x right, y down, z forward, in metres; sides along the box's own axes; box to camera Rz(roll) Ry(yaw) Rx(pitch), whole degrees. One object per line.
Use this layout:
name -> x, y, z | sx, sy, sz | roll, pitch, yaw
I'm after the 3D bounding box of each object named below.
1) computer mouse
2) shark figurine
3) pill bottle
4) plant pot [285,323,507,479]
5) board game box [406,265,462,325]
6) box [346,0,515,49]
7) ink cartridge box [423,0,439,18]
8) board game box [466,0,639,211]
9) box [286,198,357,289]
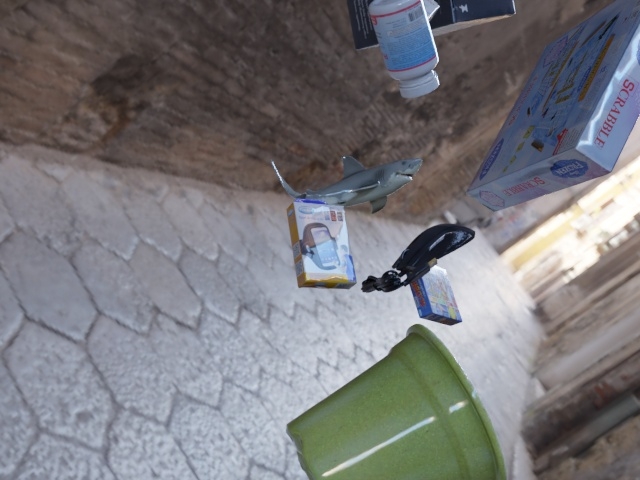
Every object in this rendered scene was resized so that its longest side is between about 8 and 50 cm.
computer mouse -> 0.201, 0.022, 1.590 | 0.060, 0.262, 0.184 | 63, -12, -4
shark figurine -> 0.038, -0.117, 1.562 | 0.166, 0.278, 0.116 | 113, -36, -64
pill bottle -> 0.140, -0.317, 1.315 | 0.087, 0.087, 0.160 | -108, 177, -63
plant pot -> 0.096, 0.302, 1.224 | 0.276, 0.254, 0.276 | 62, -11, 21
board game box -> 0.256, 0.117, 1.841 | 0.201, 0.035, 0.136 | 22, 49, -59
box -> 0.253, -0.663, 2.033 | 0.395, 0.212, 0.293 | 5, -72, 57
ink cartridge box -> 0.191, -0.491, 1.746 | 0.088, 0.052, 0.122 | 36, 43, 3
board game box -> 0.382, -0.212, 1.226 | 0.066, 0.319, 0.318 | 34, -14, -10
box -> 0.000, 0.000, 1.127 | 0.081, 0.028, 0.136 | 3, 66, -28
